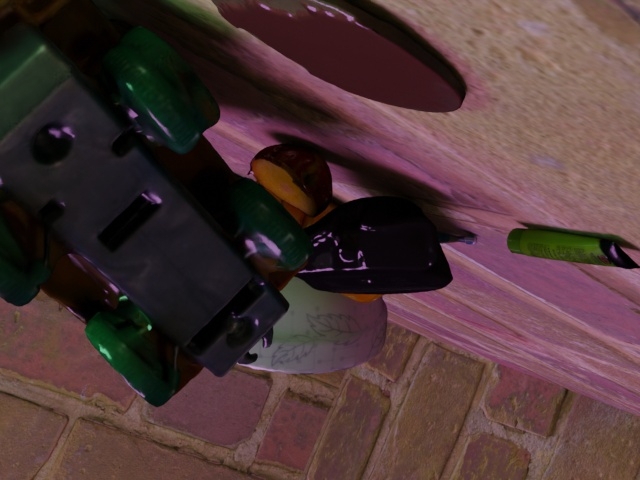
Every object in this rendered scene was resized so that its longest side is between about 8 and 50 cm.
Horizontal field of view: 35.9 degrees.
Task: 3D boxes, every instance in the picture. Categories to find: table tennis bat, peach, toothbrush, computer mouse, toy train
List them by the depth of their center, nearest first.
[{"bbox_3d":[-0.016,-0.117,0.507,0.131,0.022,0.234,19,175,45],"label":"table tennis bat"},{"bbox_3d":[-0.164,-0.042,0.732,0.249,0.178,0.429,39,171,44],"label":"toy train"},{"bbox_3d":[-0.023,-0.060,0.911,0.077,0.050,0.083,48,156,-21],"label":"peach"},{"bbox_3d":[0.046,0.003,0.941,0.147,0.088,0.264,-5,173,10],"label":"computer mouse"},{"bbox_3d":[0.127,-0.003,1.048,0.017,0.014,0.162,10,179,-16],"label":"toothbrush"}]

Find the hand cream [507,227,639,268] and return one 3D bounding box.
[{"bbox_3d":[0.195,0.006,0.779,0.036,0.023,0.122,39,166,-28],"label":"hand cream"}]

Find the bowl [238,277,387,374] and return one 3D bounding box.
[{"bbox_3d":[-0.046,0.054,1.340,0.287,0.143,0.287,5,-160,-2],"label":"bowl"}]

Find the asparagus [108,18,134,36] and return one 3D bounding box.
[{"bbox_3d":[-0.140,-0.135,0.807,0.034,0.027,0.236,38,175,3],"label":"asparagus"}]

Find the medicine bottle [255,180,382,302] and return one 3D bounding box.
[{"bbox_3d":[0.000,0.000,1.173,0.192,0.096,0.096,27,174,-35],"label":"medicine bottle"}]

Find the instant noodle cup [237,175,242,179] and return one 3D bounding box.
[{"bbox_3d":[-0.178,-0.074,1.368,0.157,0.070,0.179,27,175,-22],"label":"instant noodle cup"}]
